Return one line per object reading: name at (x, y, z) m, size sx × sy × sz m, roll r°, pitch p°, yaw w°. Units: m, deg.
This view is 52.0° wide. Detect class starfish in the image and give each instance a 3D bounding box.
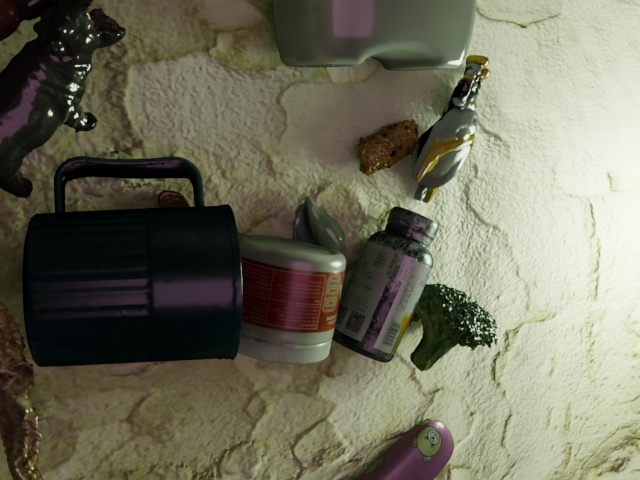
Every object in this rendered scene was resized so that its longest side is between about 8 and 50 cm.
starfish at (-0.494, 0.183, 0.880) m, size 0.132 × 0.384 × 0.398 m, roll -48°, pitch 140°, yaw -58°

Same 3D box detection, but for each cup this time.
cup at (-0.279, 0.039, 0.986) m, size 0.292 × 0.242 × 0.307 m, roll -3°, pitch 108°, yaw -16°

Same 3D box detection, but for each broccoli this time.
broccoli at (0.252, 0.189, 1.380) m, size 0.220 × 0.194 × 0.194 m, roll 34°, pitch 82°, yaw 9°

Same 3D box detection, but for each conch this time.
conch at (0.003, -0.004, 1.266) m, size 0.180 × 0.088 × 0.065 m, roll 57°, pitch 29°, yaw -18°

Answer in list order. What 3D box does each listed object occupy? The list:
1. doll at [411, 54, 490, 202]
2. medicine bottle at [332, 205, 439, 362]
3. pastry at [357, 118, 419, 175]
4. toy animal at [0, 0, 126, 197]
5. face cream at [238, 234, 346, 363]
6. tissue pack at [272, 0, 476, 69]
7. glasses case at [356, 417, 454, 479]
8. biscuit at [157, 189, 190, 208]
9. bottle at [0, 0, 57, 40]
doll at (0.265, -0.220, 1.333) m, size 0.103 × 0.145 × 0.316 m, roll 24°, pitch 83°, yaw -4°
medicine bottle at (0.132, 0.083, 1.300) m, size 0.141 × 0.141 × 0.293 m, roll 24°, pitch 88°, yaw -30°
pastry at (0.133, -0.185, 1.297) m, size 0.140 × 0.056 × 0.080 m, roll -23°, pitch 110°, yaw -19°
toy animal at (-0.387, -0.229, 0.937) m, size 0.343 × 0.106 × 0.168 m, roll -55°, pitch 160°, yaw 3°
face cream at (-0.066, 0.098, 1.161) m, size 0.201 × 0.201 × 0.187 m, roll 6°, pitch 97°, yaw -29°
tissue pack at (0.094, -0.414, 1.125) m, size 0.333 × 0.229 × 0.235 m, roll -6°, pitch 105°, yaw -27°
glasses case at (0.171, 0.524, 1.450) m, size 0.316 × 0.076 × 0.123 m, roll -39°, pitch 116°, yaw -16°
biscuit at (-0.265, 0.020, 1.133) m, size 0.138 × 0.031 × 0.205 m, roll 26°, pitch 88°, yaw -21°
bottle at (-0.513, -0.308, 0.868) m, size 0.336 × 0.144 × 0.144 m, roll -34°, pitch 114°, yaw -19°
